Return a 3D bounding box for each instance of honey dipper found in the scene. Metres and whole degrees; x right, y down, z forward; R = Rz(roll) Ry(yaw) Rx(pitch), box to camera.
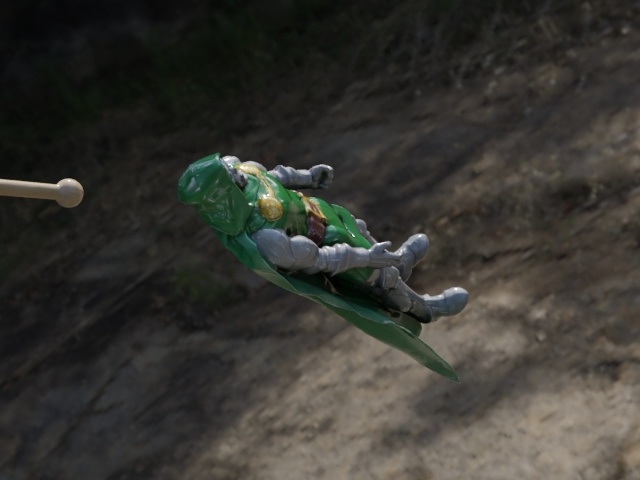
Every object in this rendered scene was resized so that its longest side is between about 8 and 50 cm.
[{"bbox_3d":[-0.209,-0.034,0.759,0.161,0.030,0.030,4,-5,-37],"label":"honey dipper"}]

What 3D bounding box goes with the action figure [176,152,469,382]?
[{"bbox_3d":[0.000,0.000,0.735,0.063,0.232,0.137,-46,56,14],"label":"action figure"}]
